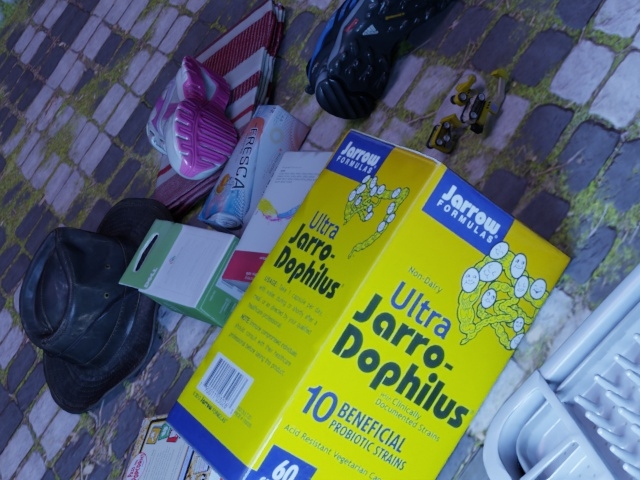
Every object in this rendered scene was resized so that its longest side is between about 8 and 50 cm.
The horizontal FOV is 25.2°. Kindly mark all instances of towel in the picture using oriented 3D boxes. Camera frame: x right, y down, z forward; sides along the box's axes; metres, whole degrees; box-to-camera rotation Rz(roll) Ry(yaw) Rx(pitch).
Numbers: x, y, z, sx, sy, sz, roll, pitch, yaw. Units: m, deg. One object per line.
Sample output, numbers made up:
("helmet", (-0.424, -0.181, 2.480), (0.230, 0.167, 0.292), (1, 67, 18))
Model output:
("towel", (-0.153, -0.193, 2.144), (0.237, 0.037, 0.329), (-30, 38, 38))

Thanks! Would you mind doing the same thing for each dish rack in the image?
("dish rack", (0.297, 0.140, 1.134), (0.333, 0.072, 0.285), (-49, 30, 13))

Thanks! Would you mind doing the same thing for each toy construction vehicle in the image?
("toy construction vehicle", (0.171, -0.147, 1.637), (0.086, 0.035, 0.098), (-19, 43, 62))

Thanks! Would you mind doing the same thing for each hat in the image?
("hat", (-0.349, 0.072, 2.047), (0.331, 0.134, 0.331), (-31, 46, 39))

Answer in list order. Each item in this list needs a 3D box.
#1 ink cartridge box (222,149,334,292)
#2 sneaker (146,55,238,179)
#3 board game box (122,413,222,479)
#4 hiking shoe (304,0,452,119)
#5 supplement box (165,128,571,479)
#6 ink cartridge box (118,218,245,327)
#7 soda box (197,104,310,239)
("ink cartridge box", (0.000, 0.000, 1.641), (0.127, 0.128, 0.176), (5, 66, 57))
("sneaker", (-0.188, -0.152, 2.029), (0.111, 0.103, 0.252), (-47, 23, 25))
("board game box", (-0.165, 0.275, 1.701), (0.193, 0.045, 0.147), (-15, 50, 49))
("hiking shoe", (0.075, -0.306, 1.840), (0.304, 0.113, 0.132), (-52, 31, 7))
("supplement box", (0.044, 0.100, 1.415), (0.357, 0.194, 0.195), (-58, 30, -2))
("ink cartridge box", (-0.173, 0.041, 1.905), (0.209, 0.062, 0.109), (12, 70, 53))
("soda box", (-0.089, -0.091, 1.924), (0.058, 0.063, 0.183), (9, 69, 58))
